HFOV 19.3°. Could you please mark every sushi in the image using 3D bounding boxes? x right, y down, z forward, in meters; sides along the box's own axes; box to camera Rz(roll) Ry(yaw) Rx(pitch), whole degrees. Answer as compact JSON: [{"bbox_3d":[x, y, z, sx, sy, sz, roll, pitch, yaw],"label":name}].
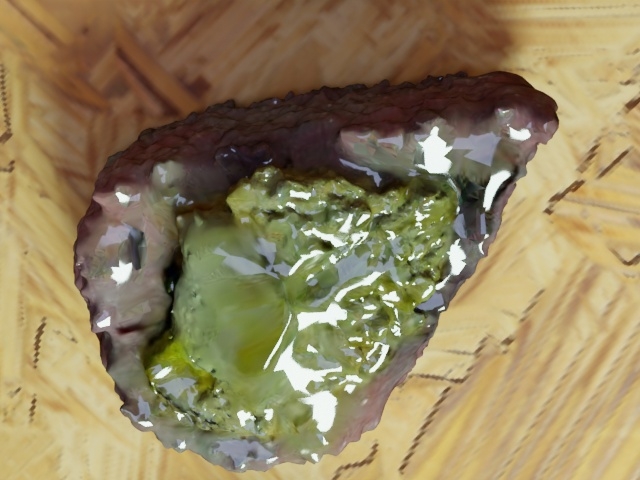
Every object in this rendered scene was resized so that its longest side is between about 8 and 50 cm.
[{"bbox_3d":[0.002,0.018,0.871,0.241,0.107,0.161,-11,110,10],"label":"sushi"}]
